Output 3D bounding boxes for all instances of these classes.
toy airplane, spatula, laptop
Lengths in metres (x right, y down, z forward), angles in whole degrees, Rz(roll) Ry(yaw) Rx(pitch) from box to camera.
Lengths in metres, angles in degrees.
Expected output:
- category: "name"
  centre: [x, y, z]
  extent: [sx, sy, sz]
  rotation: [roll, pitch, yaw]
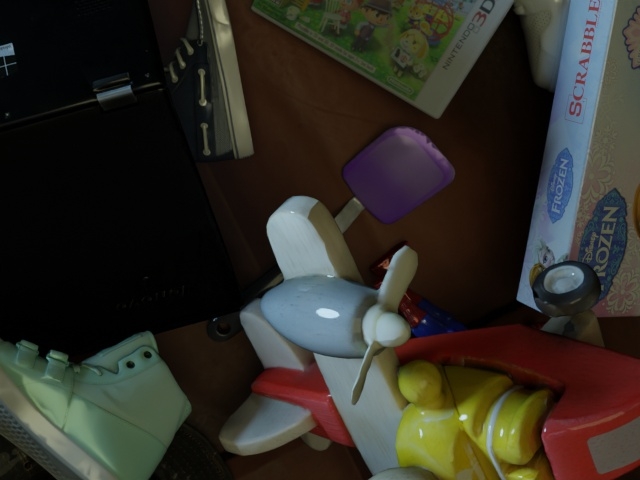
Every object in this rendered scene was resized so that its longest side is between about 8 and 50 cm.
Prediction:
- category: "toy airplane"
  centre: [0.070, 0.171, 1.047]
  extent: [0.386, 0.272, 0.384]
  rotation: [28, 133, -4]
- category: "spatula"
  centre: [0.000, 0.000, 1.179]
  extent: [0.296, 0.030, 0.084]
  rotation: [-41, 104, 0]
- category: "laptop"
  centre: [-0.314, -0.102, 1.080]
  extent: [0.382, 0.236, 0.407]
  rotation: [-15, 75, 1]

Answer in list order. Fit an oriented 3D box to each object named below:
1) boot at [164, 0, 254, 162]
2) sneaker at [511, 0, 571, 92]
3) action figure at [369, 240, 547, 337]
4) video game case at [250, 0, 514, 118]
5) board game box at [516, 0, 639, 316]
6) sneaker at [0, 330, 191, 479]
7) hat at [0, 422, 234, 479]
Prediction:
- category: "boot"
  centre: [-0.120, -0.162, 1.105]
  extent: [0.086, 0.069, 0.190]
  rotation: [-11, 104, -3]
- category: "sneaker"
  centre: [0.172, -0.285, 1.132]
  extent: [0.169, 0.108, 0.292]
  rotation: [-2, 105, 4]
- category: "action figure"
  centre: [0.188, 0.104, 1.200]
  extent: [0.139, 0.091, 0.280]
  rotation: [-35, 105, 10]
- category: "video game case"
  centre: [0.070, -0.245, 1.096]
  extent: [0.212, 0.023, 0.193]
  rotation: [30, 115, -3]
- category: "board game box"
  centre: [0.362, -0.083, 1.159]
  extent: [0.318, 0.066, 0.318]
  rotation: [0, 105, -29]
- category: "sneaker"
  centre: [-0.239, 0.118, 1.093]
  extent: [0.256, 0.094, 0.151]
  rotation: [44, 57, -7]
- category: "hat"
  centre: [-0.232, 0.317, 1.145]
  extent: [0.331, 0.134, 0.331]
  rotation: [-2, 102, -11]
